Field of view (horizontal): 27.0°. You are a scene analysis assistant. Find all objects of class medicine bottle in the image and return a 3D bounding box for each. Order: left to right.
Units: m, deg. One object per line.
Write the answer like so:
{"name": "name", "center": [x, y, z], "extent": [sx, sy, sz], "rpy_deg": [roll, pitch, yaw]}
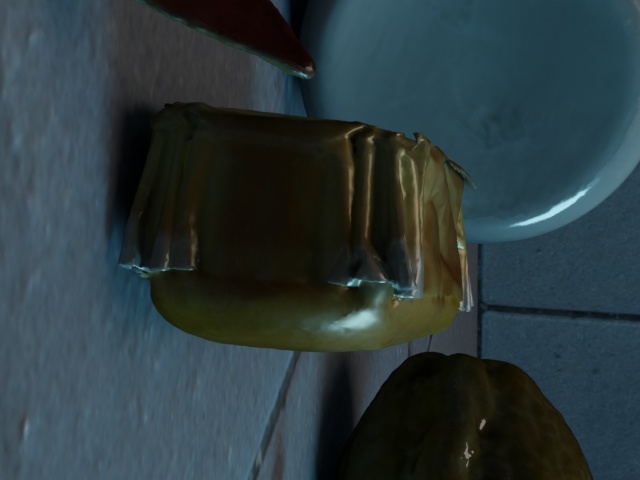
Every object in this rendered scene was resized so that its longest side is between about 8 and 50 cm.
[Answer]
{"name": "medicine bottle", "center": [0.125, -0.150, 0.975], "extent": [0.306, 0.245, 0.245], "rpy_deg": [-59, 150, -69]}

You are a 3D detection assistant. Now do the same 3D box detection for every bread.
{"name": "bread", "center": [0.000, 0.000, 0.653], "extent": [0.241, 0.136, 0.107], "rpy_deg": [12, 83, -78]}

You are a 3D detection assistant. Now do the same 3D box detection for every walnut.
{"name": "walnut", "center": [0.119, 0.234, 1.099], "extent": [0.283, 0.227, 0.283], "rpy_deg": [-8, 90, -74]}

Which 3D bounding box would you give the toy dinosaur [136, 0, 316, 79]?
{"name": "toy dinosaur", "center": [-0.061, -0.163, 0.360], "extent": [0.207, 0.112, 0.327], "rpy_deg": [-72, 164, -53]}
